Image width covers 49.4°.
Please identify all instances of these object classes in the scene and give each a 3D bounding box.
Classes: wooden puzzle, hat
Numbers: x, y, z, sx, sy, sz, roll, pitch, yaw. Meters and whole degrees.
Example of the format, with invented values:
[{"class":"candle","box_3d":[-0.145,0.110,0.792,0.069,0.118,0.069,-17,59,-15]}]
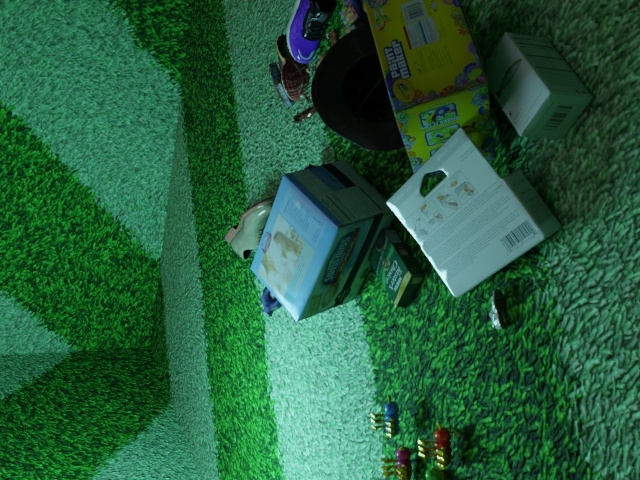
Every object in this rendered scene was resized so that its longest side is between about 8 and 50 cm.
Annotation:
[{"class":"wooden puzzle","box_3d":[0.074,-0.594,1.825,0.049,0.006,0.083,-36,73,42]},{"class":"hat","box_3d":[0.152,-0.353,1.686,0.134,0.331,0.331,35,-131,-72]}]

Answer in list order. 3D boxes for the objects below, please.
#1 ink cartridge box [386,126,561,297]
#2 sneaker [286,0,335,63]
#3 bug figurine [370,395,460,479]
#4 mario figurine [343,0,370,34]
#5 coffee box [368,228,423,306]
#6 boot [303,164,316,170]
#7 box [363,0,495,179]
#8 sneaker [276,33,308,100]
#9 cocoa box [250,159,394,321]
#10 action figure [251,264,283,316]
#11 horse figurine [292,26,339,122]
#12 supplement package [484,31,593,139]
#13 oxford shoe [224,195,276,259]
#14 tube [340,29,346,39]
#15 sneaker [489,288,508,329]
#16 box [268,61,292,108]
[{"class":"ink cartridge box","box_3d":[0.297,-0.055,1.409,0.261,0.066,0.296,56,144,9]},{"class":"sneaker","box_3d":[-0.021,-0.681,2.122,0.146,0.102,0.293,45,128,54]},{"class":"bug figurine","box_3d":[0.226,0.499,1.642,0.279,0.072,0.216,14,108,58]},{"class":"mario figurine","box_3d":[0.052,-0.710,1.886,0.320,0.198,0.170,68,-171,25]},{"class":"coffee box","box_3d":[0.188,0.067,1.759,0.184,0.040,0.113,63,142,43]},{"class":"boot","box_3d":[0.024,-0.166,2.058,0.178,0.085,0.236,-47,41,42]},{"class":"box","box_3d":[0.224,-0.324,1.398,0.279,0.177,0.290,54,-158,-61]},{"class":"sneaker","box_3d":[-0.092,-0.566,2.306,0.093,0.088,0.225,101,161,-76]},{"class":"cocoa box","box_3d":[0.000,0.000,1.861,0.231,0.228,0.347,45,132,27]},{"class":"action figure","box_3d":[-0.059,0.079,2.192,0.341,0.178,0.330,-48,46,10]},{"class":"horse figurine","box_3d":[-0.002,-0.454,1.970,0.174,0.066,0.263,4,78,65]},{"class":"supplement package","box_3d":[0.395,-0.286,1.286,0.105,0.105,0.179,115,145,-43]},{"class":"oxford shoe","box_3d":[-0.229,-0.045,2.549,0.130,0.123,0.348,56,144,8]},{"class":"tube","box_3d":[0.069,-0.541,1.995,0.240,0.070,0.062,-62,-5,33]},{"class":"sneaker","box_3d":[0.359,0.142,1.429,0.037,0.032,0.083,-24,67,61]},{"class":"box","box_3d":[-0.134,-0.521,2.340,0.137,0.027,0.094,57,-162,-63]}]
